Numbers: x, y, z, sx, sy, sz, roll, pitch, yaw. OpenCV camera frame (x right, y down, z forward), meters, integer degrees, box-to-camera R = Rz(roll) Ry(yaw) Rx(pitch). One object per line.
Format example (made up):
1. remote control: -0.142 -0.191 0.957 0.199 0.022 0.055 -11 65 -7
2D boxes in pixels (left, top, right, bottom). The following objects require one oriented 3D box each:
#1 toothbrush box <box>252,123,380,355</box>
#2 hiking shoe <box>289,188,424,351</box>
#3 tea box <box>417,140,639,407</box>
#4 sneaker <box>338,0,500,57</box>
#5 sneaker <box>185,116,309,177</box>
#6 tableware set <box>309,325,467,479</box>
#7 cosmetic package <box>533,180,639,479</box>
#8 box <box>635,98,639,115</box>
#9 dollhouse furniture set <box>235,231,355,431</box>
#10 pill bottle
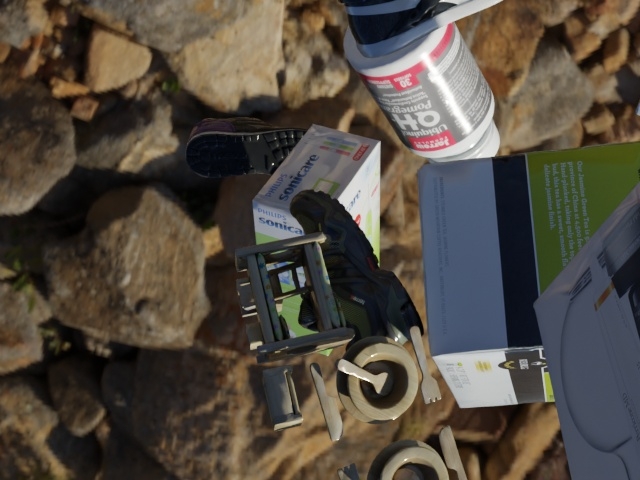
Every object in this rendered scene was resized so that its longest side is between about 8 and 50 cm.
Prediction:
1. toothbrush box: 0.000 0.000 1.653 0.122 0.206 0.283 16 134 20
2. hiking shoe: 0.011 0.040 1.169 0.114 0.227 0.086 -35 147 -3
3. tea box: 0.294 0.053 1.229 0.323 0.220 0.329 -5 161 11
4. sneaker: 0.116 -0.282 1.070 0.217 0.079 0.121 -31 121 -9
5. sneaker: -0.087 -0.174 1.871 0.283 0.124 0.107 6 122 -4
6. tableware set: 0.075 0.188 1.045 0.128 0.039 0.194 -18 93 -21
7. cosmetic package: 0.268 0.056 0.602 0.097 0.284 0.377 8 141 -18
8. box: 0.340 -0.188 0.890 0.091 0.170 0.130 21 146 13
9. dollhouse furniture set: -0.021 0.106 1.130 0.101 0.182 0.161 -12 164 -8
10. pill bottle: 0.182 -0.249 1.779 0.176 0.176 0.318 -23 136 18
